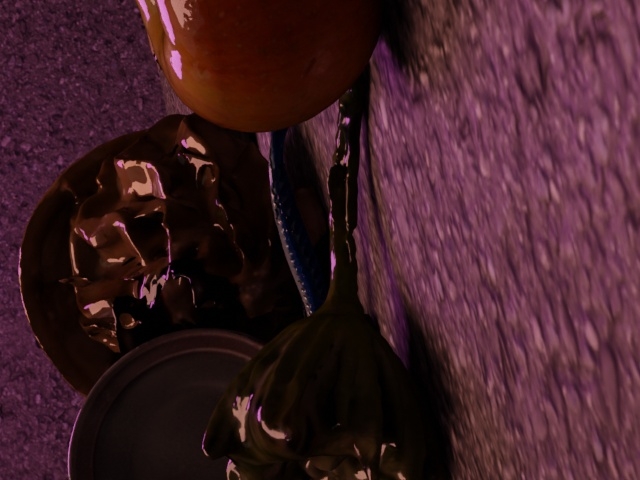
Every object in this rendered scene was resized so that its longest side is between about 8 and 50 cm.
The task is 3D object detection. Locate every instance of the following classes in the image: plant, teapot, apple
[{"bbox_3d":[0.040,0.070,1.036,0.251,0.180,0.334,84,-156,-72],"label":"plant"},{"bbox_3d":[-0.055,0.262,1.273,0.315,0.233,0.312,32,165,20],"label":"teapot"},{"bbox_3d":[-0.046,-0.194,0.893,0.210,0.173,0.235,-156,46,-74],"label":"apple"}]

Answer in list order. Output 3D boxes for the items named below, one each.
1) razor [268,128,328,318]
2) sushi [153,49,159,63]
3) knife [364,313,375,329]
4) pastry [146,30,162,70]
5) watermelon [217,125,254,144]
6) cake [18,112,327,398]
[{"bbox_3d":[-0.011,-0.002,1.123,0.093,0.056,0.324,-52,-37,-50],"label":"razor"},{"bbox_3d":[-0.078,-0.208,1.141,0.287,0.140,0.149,113,151,-76],"label":"sushi"},{"bbox_3d":[0.028,0.098,1.268,0.245,0.019,0.072,101,158,-71],"label":"knife"},{"bbox_3d":[-0.135,-0.307,1.397,0.265,0.133,0.265,169,90,-82],"label":"pastry"},{"bbox_3d":[-0.126,-0.135,1.746,0.078,0.078,0.111,130,128,-79],"label":"watermelon"},{"bbox_3d":[-0.152,0.034,1.377,0.321,0.332,0.332,164,94,-75],"label":"cake"}]
